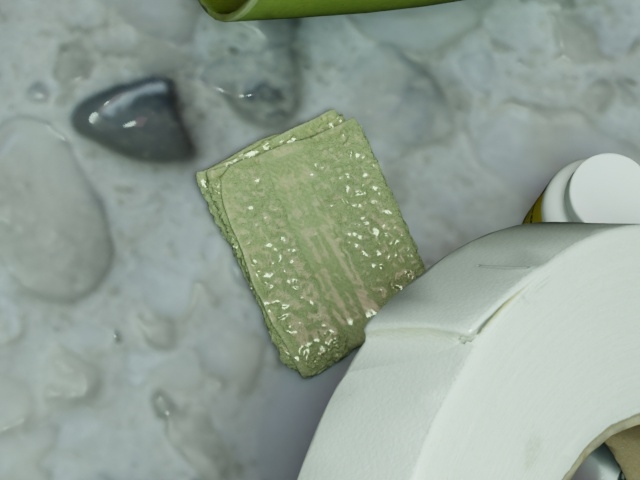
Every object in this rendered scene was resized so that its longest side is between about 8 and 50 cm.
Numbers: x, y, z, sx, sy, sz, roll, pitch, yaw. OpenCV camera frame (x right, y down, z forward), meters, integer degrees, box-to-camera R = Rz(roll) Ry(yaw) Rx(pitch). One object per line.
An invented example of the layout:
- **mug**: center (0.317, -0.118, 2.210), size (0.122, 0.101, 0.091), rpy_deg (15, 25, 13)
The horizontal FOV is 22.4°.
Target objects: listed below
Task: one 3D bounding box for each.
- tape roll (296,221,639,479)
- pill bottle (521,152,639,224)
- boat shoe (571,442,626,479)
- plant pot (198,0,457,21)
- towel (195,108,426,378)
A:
- **tape roll**: center (0.132, 0.182, 0.796), size (0.392, 0.072, 0.392), rpy_deg (-1, 91, -45)
- **pill bottle**: center (0.158, -0.012, 0.948), size (0.065, 0.116, 0.065), rpy_deg (1, 75, -4)
- **boat shoe**: center (0.005, 0.233, 0.857), size (0.500, 0.156, 0.187), rpy_deg (-38, 79, -14)
- **plant pot**: center (0.091, -0.257, 0.952), size (0.293, 0.275, 0.275), rpy_deg (2, 75, -20)
- **towel**: center (0.000, 0.000, 0.981), size (0.110, 0.027, 0.148), rpy_deg (-24, 77, -11)
